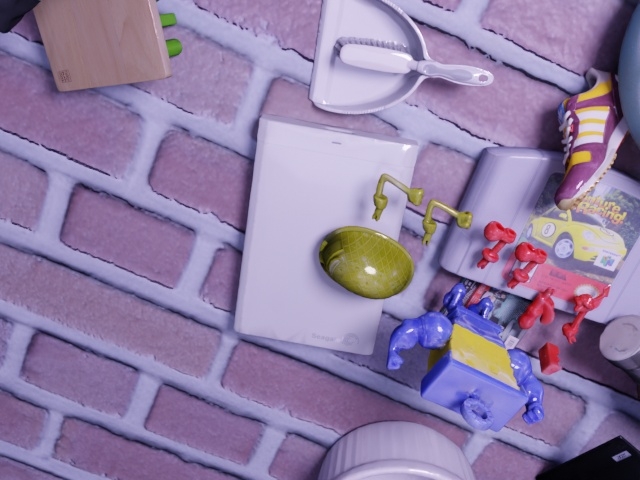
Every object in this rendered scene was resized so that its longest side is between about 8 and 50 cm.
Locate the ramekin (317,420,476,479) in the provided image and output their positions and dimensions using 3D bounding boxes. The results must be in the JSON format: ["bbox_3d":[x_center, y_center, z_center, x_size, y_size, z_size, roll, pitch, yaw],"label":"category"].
[{"bbox_3d":[0.116,0.410,0.969,0.277,0.135,0.277,1,112,3],"label":"ramekin"}]

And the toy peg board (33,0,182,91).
[{"bbox_3d":[-0.249,-0.272,0.763,0.160,0.079,0.161,-1,112,22],"label":"toy peg board"}]

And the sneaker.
[{"bbox_3d":[0.304,-0.119,0.746,0.084,0.069,0.185,33,71,11],"label":"sneaker"}]

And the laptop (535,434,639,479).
[{"bbox_3d":[0.500,0.364,0.925,0.264,0.136,0.234,-3,149,-17],"label":"laptop"}]

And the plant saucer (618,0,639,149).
[{"bbox_3d":[0.466,-0.179,0.626,0.317,0.044,0.317,3,97,26],"label":"plant saucer"}]

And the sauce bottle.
[{"bbox_3d":[0.508,0.219,0.856,0.344,0.111,0.111,39,110,-20],"label":"sauce bottle"}]

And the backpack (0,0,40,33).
[{"bbox_3d":[-0.246,-0.427,0.597,0.355,0.273,0.290,-27,68,0],"label":"backpack"}]

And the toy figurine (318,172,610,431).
[{"bbox_3d":[0.169,0.109,0.748,0.362,0.217,0.191,28,128,-11],"label":"toy figurine"}]

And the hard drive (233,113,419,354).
[{"bbox_3d":[0.000,0.000,0.863,0.203,0.040,0.307,10,112,0],"label":"hard drive"}]

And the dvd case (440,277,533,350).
[{"bbox_3d":[0.239,0.101,0.900,0.119,0.013,0.087,25,112,-5],"label":"dvd case"}]

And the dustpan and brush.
[{"bbox_3d":[0.096,-0.212,0.758,0.211,0.060,0.147,10,112,0],"label":"dustpan and brush"}]

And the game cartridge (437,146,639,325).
[{"bbox_3d":[0.325,-0.008,0.830,0.294,0.060,0.196,18,108,-3],"label":"game cartridge"}]
